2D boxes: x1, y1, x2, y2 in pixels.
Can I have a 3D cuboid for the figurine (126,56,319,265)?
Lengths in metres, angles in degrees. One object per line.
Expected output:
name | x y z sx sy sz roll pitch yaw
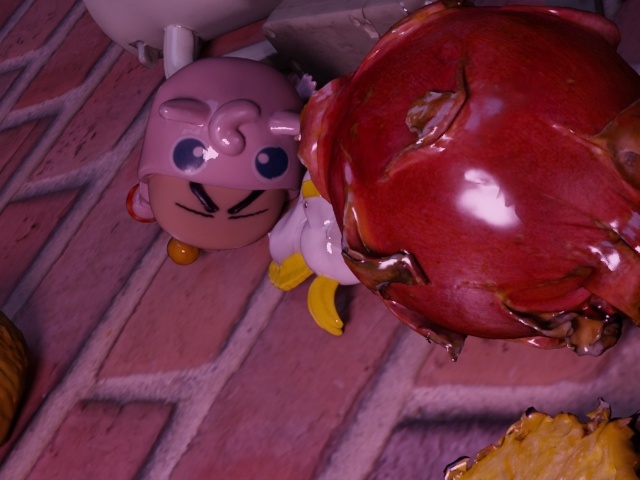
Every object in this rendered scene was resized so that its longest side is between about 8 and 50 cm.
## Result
figurine | -0.092 -0.070 1.492 0.287 0.176 0.186 175 95 -71

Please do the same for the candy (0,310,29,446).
candy | -0.397 0.164 1.563 0.260 0.118 0.260 -35 23 17

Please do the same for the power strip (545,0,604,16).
power strip | 0.216 -0.179 1.347 0.051 0.019 0.136 -28 31 22

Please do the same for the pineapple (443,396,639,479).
pineapple | 0.120 0.188 0.889 0.225 0.076 0.225 -34 27 21

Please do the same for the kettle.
kettle | -0.115 -0.317 1.781 0.318 0.205 0.265 -11 38 41

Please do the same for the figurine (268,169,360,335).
figurine | 0.003 -0.008 1.315 0.130 0.109 0.178 -63 23 7

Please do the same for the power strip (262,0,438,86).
power strip | 0.058 -0.195 1.495 0.288 0.093 0.053 3 49 53

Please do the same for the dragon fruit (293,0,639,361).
dragon fruit | 0.117 -0.044 1.074 0.250 0.250 0.315 -35 45 14
